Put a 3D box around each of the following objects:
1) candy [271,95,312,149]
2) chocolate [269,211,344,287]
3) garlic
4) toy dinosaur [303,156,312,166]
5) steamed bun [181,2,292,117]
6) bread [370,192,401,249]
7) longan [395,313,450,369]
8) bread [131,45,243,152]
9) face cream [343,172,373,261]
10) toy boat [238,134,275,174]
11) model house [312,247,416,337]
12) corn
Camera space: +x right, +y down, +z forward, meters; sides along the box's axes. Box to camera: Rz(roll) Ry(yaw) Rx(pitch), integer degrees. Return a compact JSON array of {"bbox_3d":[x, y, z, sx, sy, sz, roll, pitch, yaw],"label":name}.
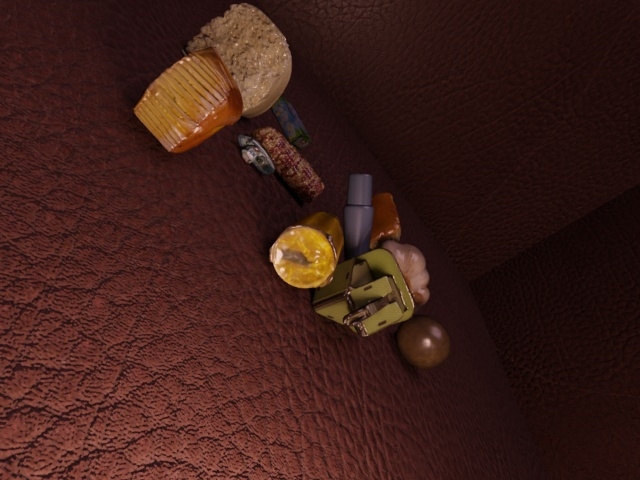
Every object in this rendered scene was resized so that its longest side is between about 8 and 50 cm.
[{"bbox_3d":[-0.113,-0.447,2.230,0.195,0.062,0.097,62,16,19],"label":"candy"},{"bbox_3d":[0.000,0.000,1.549,0.162,0.162,0.445,55,14,-4],"label":"chocolate"},{"bbox_3d":[0.306,0.116,2.156,0.281,0.184,0.203,51,1,-15],"label":"garlic"},{"bbox_3d":[-0.047,-0.272,2.147,0.113,0.026,0.041,49,22,7],"label":"toy dinosaur"},{"bbox_3d":[-0.212,-0.542,1.775,0.290,0.272,0.273,62,16,5],"label":"steamed bun"},{"bbox_3d":[0.226,-0.073,2.294,0.121,0.174,0.246,50,25,-35],"label":"bread"},{"bbox_3d":[0.318,0.320,1.872,0.204,0.159,0.185,16,-44,53],"label":"longan"},{"bbox_3d":[-0.263,-0.294,1.277,0.156,0.204,0.288,48,14,-12],"label":"bread"},{"bbox_3d":[0.104,0.003,1.680,0.135,0.086,0.386,-21,114,-81],"label":"face cream"},{"bbox_3d":[-0.186,-0.239,1.658,0.140,0.059,0.066,53,43,-18],"label":"toy boat"},{"bbox_3d":[0.066,0.161,1.446,0.278,0.218,0.205,-22,87,-56],"label":"model house"},{"bbox_3d":[-0.102,-0.239,1.823,0.290,0.098,0.098,48,18,-18],"label":"corn"}]
